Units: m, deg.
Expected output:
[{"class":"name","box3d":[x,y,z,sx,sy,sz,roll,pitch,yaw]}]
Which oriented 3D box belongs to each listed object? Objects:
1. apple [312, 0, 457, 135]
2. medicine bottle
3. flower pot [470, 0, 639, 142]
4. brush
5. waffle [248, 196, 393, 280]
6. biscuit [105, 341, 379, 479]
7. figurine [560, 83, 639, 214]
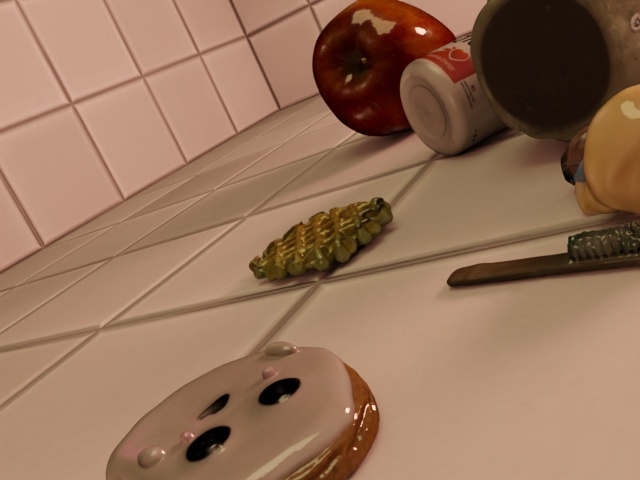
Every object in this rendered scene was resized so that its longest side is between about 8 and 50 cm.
[{"class":"apple","box3d":[0.136,-0.355,1.426,0.288,0.288,0.317,-14,6,37]},{"class":"medicine bottle","box3d":[0.279,-0.259,1.080,0.289,0.157,0.157,-29,15,-16]},{"class":"flower pot","box3d":[0.305,-0.239,0.822,0.246,0.246,0.195,-8,22,48]},{"class":"brush","box3d":[0.183,0.012,0.556,0.190,0.027,0.034,-12,18,43]},{"class":"waffle","box3d":[0.000,0.000,0.874,0.169,0.036,0.183,-38,17,-32]},{"class":"biscuit","box3d":[-0.056,0.131,0.491,0.181,0.049,0.208,-37,17,-35]},{"class":"figurine","box3d":[0.268,-0.071,0.609,0.114,0.108,0.196,-15,-3,-1]}]
